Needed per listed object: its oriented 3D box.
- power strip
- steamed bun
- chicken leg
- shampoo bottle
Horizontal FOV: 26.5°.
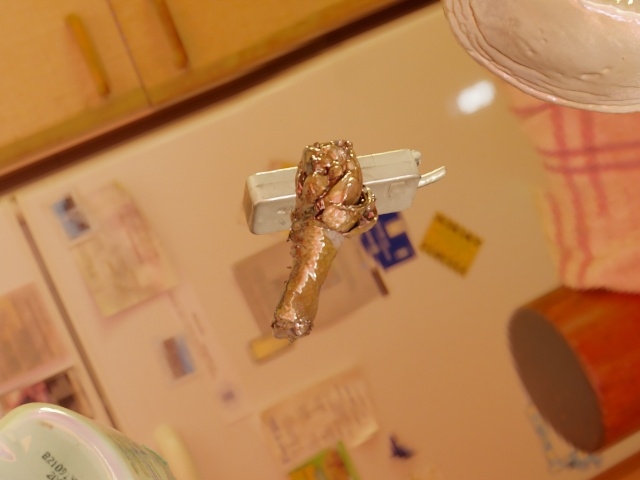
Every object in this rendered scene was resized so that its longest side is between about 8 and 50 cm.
[{"bbox_3d":[0.039,-0.071,1.843,0.093,0.288,0.053,102,155,-58],"label":"power strip"},{"bbox_3d":[0.321,-0.302,1.789,0.247,0.383,0.236,-75,5,-48],"label":"steamed bun"},{"bbox_3d":[0.002,-0.004,1.287,0.125,0.080,0.196,121,163,-54],"label":"chicken leg"},{"bbox_3d":[-0.249,0.285,1.497,0.222,0.151,0.349,40,174,13],"label":"shampoo bottle"}]
